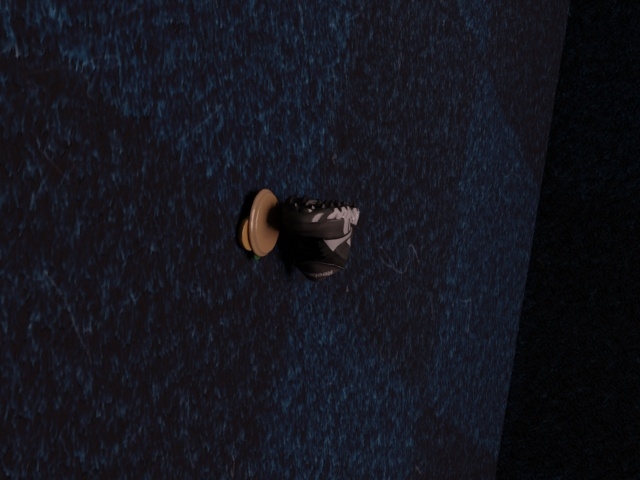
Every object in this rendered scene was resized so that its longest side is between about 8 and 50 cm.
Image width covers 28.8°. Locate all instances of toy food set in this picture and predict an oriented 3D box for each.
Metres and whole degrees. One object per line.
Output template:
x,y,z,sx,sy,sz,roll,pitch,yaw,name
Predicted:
-0.070,-0.019,1.469,0.082,0.020,0.083,51,48,-61,toy food set

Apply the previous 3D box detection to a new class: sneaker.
0.000,0.000,1.549,0.234,0.078,0.106,1,97,-79,sneaker
